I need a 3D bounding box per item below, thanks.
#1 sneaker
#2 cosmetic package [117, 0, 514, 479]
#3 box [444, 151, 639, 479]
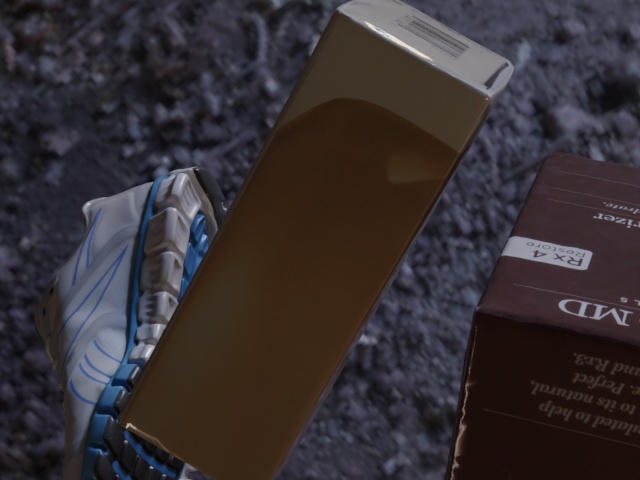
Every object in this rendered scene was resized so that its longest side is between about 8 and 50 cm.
[{"bbox_3d":[-0.097,0.056,0.735,0.083,0.071,0.190,-6,54,25],"label":"sneaker"},{"bbox_3d":[0.000,0.000,0.391,0.041,0.060,0.115,30,109,4],"label":"cosmetic package"},{"bbox_3d":[0.166,0.079,0.822,0.169,0.167,0.203,13,27,12],"label":"box"}]
